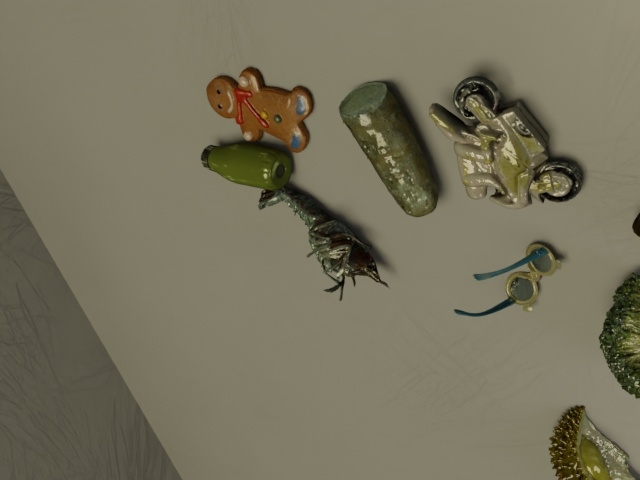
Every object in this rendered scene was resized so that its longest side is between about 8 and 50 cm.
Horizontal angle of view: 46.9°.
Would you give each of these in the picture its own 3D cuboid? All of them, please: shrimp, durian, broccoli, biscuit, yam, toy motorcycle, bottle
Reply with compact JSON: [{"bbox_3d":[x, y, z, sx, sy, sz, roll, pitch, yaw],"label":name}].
[{"bbox_3d":[0.005,0.000,1.940,0.410,0.166,0.221,52,171,14],"label":"shrimp"},{"bbox_3d":[0.688,0.576,1.847,0.306,0.166,0.172,45,167,10],"label":"durian"},{"bbox_3d":[0.763,0.230,1.507,0.362,0.221,0.251,17,93,27],"label":"broccoli"},{"bbox_3d":[-0.167,-0.337,1.901,0.324,0.049,0.205,26,133,23],"label":"biscuit"},{"bbox_3d":[0.166,-0.198,1.684,0.133,0.133,0.330,-17,109,43],"label":"yam"},{"bbox_3d":[0.371,-0.180,1.555,0.340,0.108,0.223,46,131,-9],"label":"toy motorcycle"},{"bbox_3d":[-0.206,-0.205,1.974,0.260,0.112,0.112,14,127,34],"label":"bottle"}]

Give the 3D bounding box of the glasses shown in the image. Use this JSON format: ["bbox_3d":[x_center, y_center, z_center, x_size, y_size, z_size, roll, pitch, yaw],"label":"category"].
[{"bbox_3d":[0.407,0.088,1.671,0.189,0.221,0.088,109,149,-44],"label":"glasses"}]

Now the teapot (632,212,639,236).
[{"bbox_3d":[0.668,-0.034,1.449,0.121,0.076,0.068,61,143,44],"label":"teapot"}]
